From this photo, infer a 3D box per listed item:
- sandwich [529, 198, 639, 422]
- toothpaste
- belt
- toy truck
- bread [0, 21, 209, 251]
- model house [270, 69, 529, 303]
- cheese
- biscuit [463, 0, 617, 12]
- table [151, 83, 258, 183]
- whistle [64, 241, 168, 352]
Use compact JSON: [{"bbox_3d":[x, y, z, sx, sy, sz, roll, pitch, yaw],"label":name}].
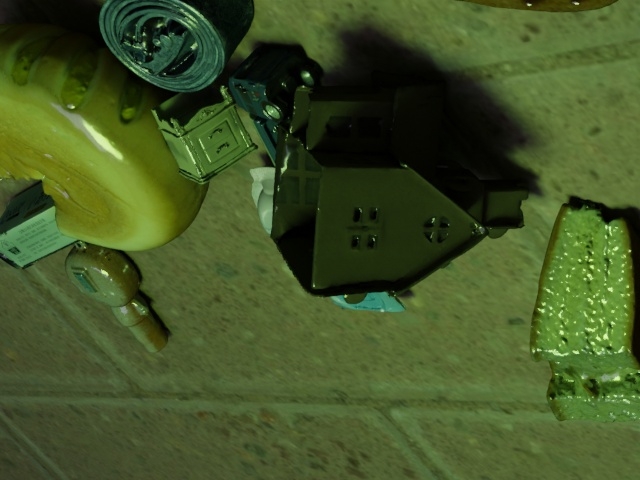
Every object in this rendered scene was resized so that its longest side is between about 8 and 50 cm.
[{"bbox_3d":[0.288,0.080,1.994,0.122,0.128,0.235,5,141,30],"label":"sandwich"},{"bbox_3d":[-0.334,-0.037,2.493,0.071,0.089,0.313,37,152,-19],"label":"toothpaste"},{"bbox_3d":[-0.152,-0.229,2.015,0.141,0.082,0.190,35,153,-12],"label":"belt"},{"bbox_3d":[-0.026,-0.120,2.074,0.088,0.074,0.201,20,150,41],"label":"toy truck"},{"bbox_3d":[-0.271,-0.131,2.208,0.333,0.160,0.333,24,150,14],"label":"bread"},{"bbox_3d":[0.092,-0.062,1.943,0.243,0.204,0.211,1,-163,-15],"label":"model house"},{"bbox_3d":[0.000,0.000,2.241,0.135,0.052,0.244,4,140,47],"label":"cheese"},{"bbox_3d":[0.108,-0.322,1.632,0.367,0.063,0.314,14,147,33],"label":"biscuit"},{"bbox_3d":[-0.125,-0.119,2.077,0.062,0.079,0.083,25,145,59],"label":"table"},{"bbox_3d":[-0.279,0.075,2.638,0.107,0.057,0.220,6,142,40],"label":"whistle"}]
